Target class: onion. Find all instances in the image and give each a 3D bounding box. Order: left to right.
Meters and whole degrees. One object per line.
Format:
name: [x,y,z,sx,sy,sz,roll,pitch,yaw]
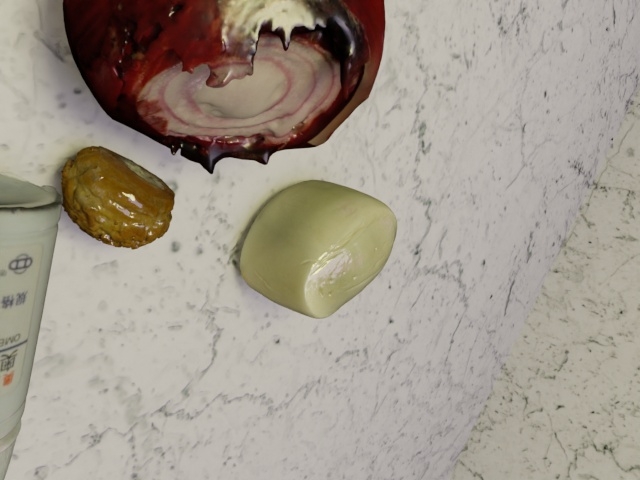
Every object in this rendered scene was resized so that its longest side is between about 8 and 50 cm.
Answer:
onion: [-0.100,-0.255,0.619,0.341,0.341,0.342,-24,126,-39]

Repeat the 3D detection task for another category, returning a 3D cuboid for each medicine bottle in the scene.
medicine bottle: [-0.389,0.097,0.567,0.189,0.189,0.333,3,107,-49]

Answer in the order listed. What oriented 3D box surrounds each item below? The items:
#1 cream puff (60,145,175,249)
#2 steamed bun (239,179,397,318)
cream puff: [-0.252,-0.047,0.699,0.143,0.126,0.103,30,102,-42]
steamed bun: [0.000,0.000,0.939,0.250,0.199,0.155,-46,136,-26]
